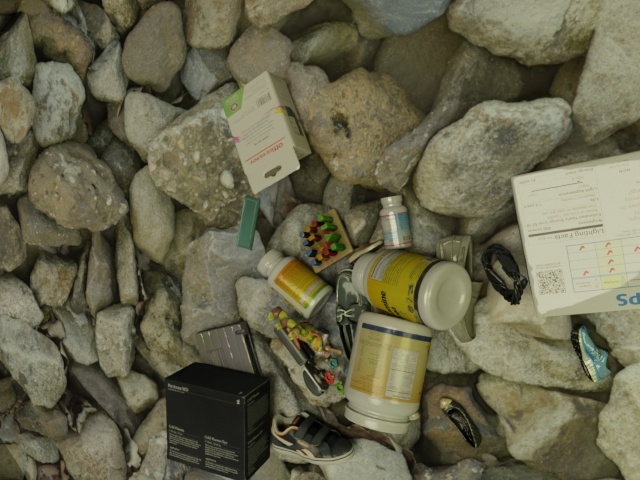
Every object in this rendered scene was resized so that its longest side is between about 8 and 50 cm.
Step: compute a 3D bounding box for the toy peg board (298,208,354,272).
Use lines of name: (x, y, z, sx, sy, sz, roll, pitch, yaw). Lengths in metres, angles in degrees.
toy peg board: (0.000, 0.000, 1.579, 0.160, 0.079, 0.161, -32, 69, 26)

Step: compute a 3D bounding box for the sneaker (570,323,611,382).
sneaker: (0.744, 0.302, 1.321, 0.073, 0.063, 0.162, -22, 92, 8)

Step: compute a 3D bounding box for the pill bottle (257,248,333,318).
pill bottle: (-0.091, 0.139, 1.626, 0.245, 0.136, 0.136, 38, 110, 16)

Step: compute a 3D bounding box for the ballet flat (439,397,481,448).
ballet flat: (0.434, 0.559, 1.489, 0.057, 0.049, 0.173, -45, 78, 21)

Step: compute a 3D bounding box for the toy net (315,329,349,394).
toy net: (0.038, 0.406, 1.654, 0.232, 0.045, 0.122, 49, 112, 14)

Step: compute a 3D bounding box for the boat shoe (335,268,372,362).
boat shoe: (0.105, 0.253, 1.573, 0.116, 0.099, 0.319, -7, 93, 25)

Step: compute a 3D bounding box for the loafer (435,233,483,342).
loafer: (0.419, 0.140, 1.410, 0.111, 0.112, 0.319, -10, 92, 34)

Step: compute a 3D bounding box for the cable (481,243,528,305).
cable: (0.514, 0.094, 1.354, 0.047, 0.184, 0.150, -21, 128, -7)

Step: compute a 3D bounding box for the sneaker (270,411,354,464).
sneaker: (-0.039, 0.684, 1.679, 0.321, 0.126, 0.127, -2, 101, 26)

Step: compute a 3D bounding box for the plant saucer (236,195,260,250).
plant saucer: (-0.265, -0.063, 1.747, 0.067, 0.018, 0.192, 16, 102, 22)

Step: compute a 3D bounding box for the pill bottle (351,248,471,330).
pill bottle: (0.246, 0.128, 1.387, 0.334, 0.188, 0.188, 12, 104, 55)

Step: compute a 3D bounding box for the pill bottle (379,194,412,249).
pill bottle: (0.229, -0.056, 1.484, 0.087, 0.087, 0.160, -8, 93, 25)

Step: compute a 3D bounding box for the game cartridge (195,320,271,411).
game cartridge: (-0.334, 0.497, 1.828, 0.230, 0.068, 0.355, -16, 90, 29)

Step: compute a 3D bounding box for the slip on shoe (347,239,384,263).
slip on shoe: (0.142, 0.027, 1.559, 0.135, 0.051, 0.041, -33, 71, 30)

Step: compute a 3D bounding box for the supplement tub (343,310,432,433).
supplement tub: (0.196, 0.386, 1.439, 0.228, 0.228, 0.316, 10, 83, 23)

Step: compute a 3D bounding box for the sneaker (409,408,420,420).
sneaker: (0.214, 0.508, 1.577, 0.221, 0.087, 0.128, 1, 89, 12)

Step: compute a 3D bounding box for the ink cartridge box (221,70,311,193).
ink cartridge box: (-0.168, -0.341, 1.582, 0.207, 0.119, 0.353, -25, 76, 25)

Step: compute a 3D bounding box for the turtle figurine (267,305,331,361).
turtle figurine: (-0.070, 0.290, 1.563, 0.217, 0.269, 0.087, 26, 82, 35)

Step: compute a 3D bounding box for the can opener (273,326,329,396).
can opener: (-0.074, 0.418, 1.689, 0.095, 0.076, 0.283, -44, 77, 22)

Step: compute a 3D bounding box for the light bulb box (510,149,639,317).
light bulb box: (0.691, -0.022, 1.203, 0.358, 0.225, 0.361, -10, 93, 24)

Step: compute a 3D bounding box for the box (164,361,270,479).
box: (-0.366, 0.638, 1.732, 0.343, 0.179, 0.312, 5, 100, 23)
